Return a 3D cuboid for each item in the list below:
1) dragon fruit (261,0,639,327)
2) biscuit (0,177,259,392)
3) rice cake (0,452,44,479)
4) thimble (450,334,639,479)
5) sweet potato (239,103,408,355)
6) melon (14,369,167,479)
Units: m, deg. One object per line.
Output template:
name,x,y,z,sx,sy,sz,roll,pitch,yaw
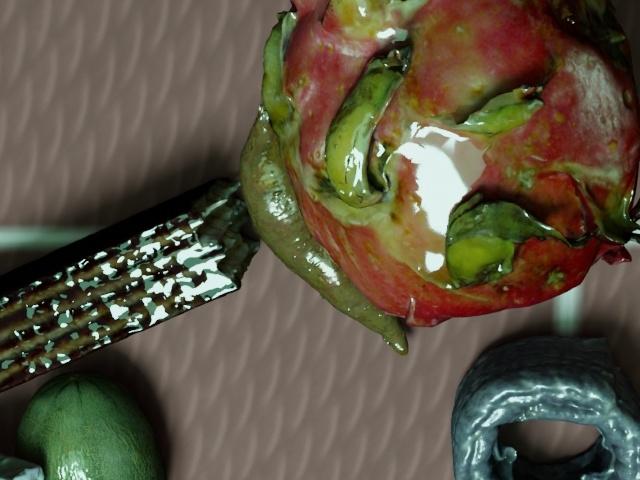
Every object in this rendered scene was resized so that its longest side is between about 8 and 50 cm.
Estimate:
dragon fruit,0.084,-0.104,0.894,0.250,0.269,0.291,-8,111,0
biscuit,-0.162,0.034,1.043,0.252,0.106,0.070,-24,102,13
rice cake,-0.284,0.195,1.088,0.226,0.040,0.085,3,109,44
thimble,0.170,0.145,1.043,0.150,0.098,0.150,2,109,6
sweet potato,-0.006,0.000,1.038,0.068,0.068,0.226,-26,109,14
melon,-0.175,0.182,1.090,0.114,0.114,0.167,-11,104,10
